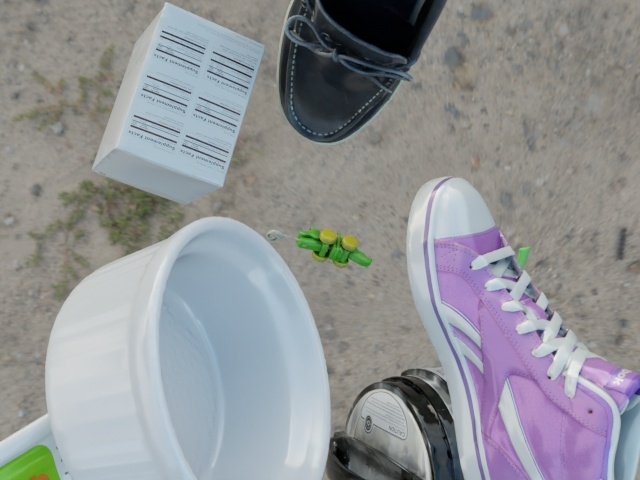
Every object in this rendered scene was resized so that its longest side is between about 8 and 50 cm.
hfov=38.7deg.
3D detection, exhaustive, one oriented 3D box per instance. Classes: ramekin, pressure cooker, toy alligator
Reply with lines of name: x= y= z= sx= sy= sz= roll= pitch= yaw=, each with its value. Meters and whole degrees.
ramekin: x=-0.114 y=0.128 z=0.819 sx=0.135 sy=0.277 sz=0.277 roll=-15 pitch=82 yaw=25
pressure cooker: x=0.227 y=0.428 z=1.678 sx=0.420 sy=0.370 sz=0.376 roll=2 pitch=51 yaw=-25
toy alligator: x=0.000 y=0.000 z=1.572 sx=0.189 sy=0.051 sz=0.056 roll=16 pitch=130 yaw=-9

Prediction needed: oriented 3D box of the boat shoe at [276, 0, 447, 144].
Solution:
boat shoe: x=0.052 y=-0.279 z=1.143 sx=0.186 sy=0.500 sz=0.156 roll=30 pitch=51 yaw=-5

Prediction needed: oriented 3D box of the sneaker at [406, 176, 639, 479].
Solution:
sneaker: x=0.173 y=0.074 z=0.717 sx=0.161 sy=0.102 sz=0.282 roll=-15 pitch=93 yaw=46

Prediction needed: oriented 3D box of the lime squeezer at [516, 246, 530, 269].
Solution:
lime squeezer: x=0.281 y=0.166 z=1.342 sx=0.109 sy=0.059 sz=0.311 roll=-4 pitch=69 yaw=-9

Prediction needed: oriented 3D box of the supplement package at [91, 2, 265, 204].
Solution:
supplement package: x=-0.197 y=-0.177 z=1.244 sx=0.149 sy=0.194 sz=0.203 roll=20 pitch=78 yaw=-20

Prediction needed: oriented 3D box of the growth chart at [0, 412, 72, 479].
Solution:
growth chart: x=-0.237 y=0.259 z=0.812 sx=0.172 sy=0.237 sz=0.021 roll=-40 pitch=37 yaw=-26
